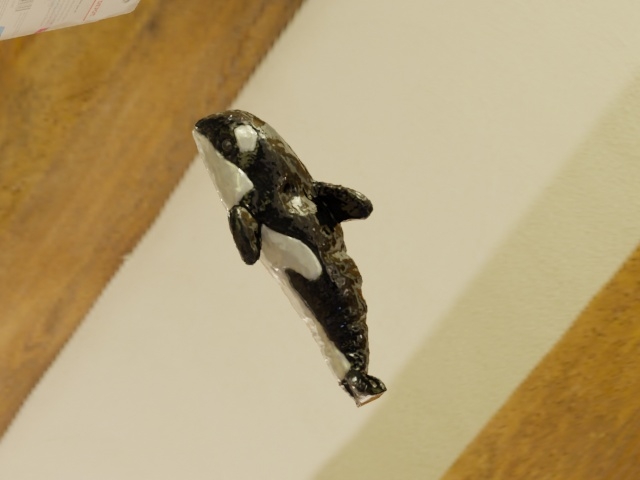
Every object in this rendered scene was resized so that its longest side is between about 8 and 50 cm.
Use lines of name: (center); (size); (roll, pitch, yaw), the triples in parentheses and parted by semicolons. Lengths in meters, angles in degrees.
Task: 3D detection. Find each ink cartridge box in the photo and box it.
ink cartridge box: (-0.256, -0.249, 1.378); (0.104, 0.181, 0.061); (-39, -109, 58)

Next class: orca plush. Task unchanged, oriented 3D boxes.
orca plush: (0.000, 0.000, 1.252); (0.102, 0.151, 0.287); (-30, -107, 16)
